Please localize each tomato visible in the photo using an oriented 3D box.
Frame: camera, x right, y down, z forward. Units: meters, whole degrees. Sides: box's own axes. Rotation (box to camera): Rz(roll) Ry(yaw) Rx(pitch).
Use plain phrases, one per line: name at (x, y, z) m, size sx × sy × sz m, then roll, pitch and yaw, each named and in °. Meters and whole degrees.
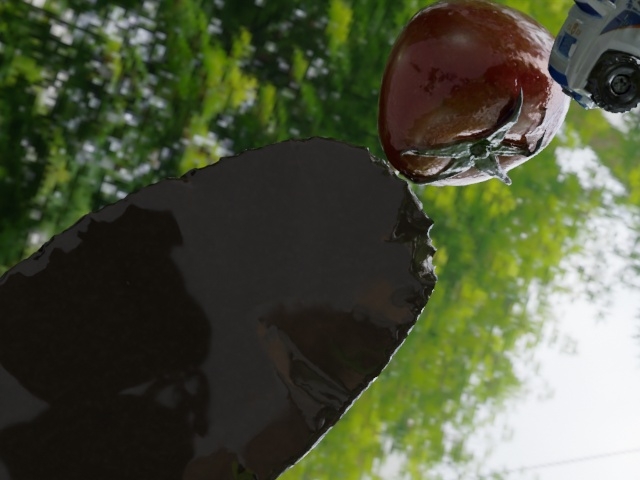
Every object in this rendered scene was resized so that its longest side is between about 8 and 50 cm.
tomato at (0.124, -0.127, 1.106) m, size 0.167 × 0.167 × 0.167 m, roll -28°, pitch -127°, yaw 46°

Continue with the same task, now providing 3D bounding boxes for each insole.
insole at (-0.092, 0.072, 0.433) m, size 0.328 × 0.111 × 0.007 m, roll -40°, pitch 175°, yaw -19°

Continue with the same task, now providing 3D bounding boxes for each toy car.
toy car at (0.203, -0.165, 0.854) m, size 0.171 × 0.070 × 0.080 m, roll -57°, pitch -165°, yaw 14°

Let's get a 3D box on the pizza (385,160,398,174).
pizza at (0.000, 0.000, 1.194) m, size 0.199 × 0.188 × 0.062 m, roll -41°, pitch -151°, yaw 1°
